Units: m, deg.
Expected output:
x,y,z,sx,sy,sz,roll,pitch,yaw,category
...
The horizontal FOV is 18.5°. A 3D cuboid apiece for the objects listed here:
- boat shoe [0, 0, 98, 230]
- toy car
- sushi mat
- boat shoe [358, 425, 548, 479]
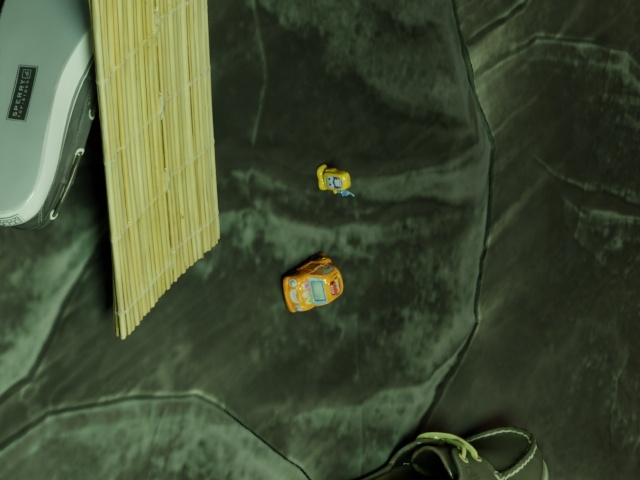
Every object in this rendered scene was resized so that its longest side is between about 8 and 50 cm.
x,y,z,sx,sy,sz,roll,pitch,yaw,category
-0.183,-0.114,1.383,0.076,0.080,0.228,40,61,-68,boat shoe
0.000,0.000,1.644,0.060,0.040,0.122,-9,105,-49,toy car
-0.119,-0.095,1.428,0.151,0.019,0.316,-46,144,-47,sushi mat
0.103,0.227,1.758,0.305,0.109,0.091,-25,116,-44,boat shoe
